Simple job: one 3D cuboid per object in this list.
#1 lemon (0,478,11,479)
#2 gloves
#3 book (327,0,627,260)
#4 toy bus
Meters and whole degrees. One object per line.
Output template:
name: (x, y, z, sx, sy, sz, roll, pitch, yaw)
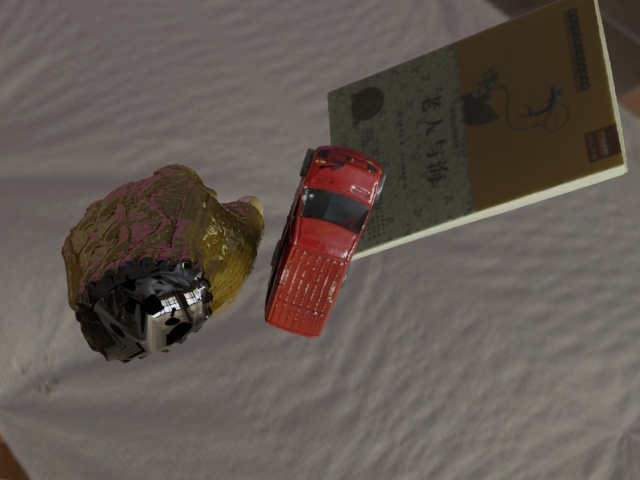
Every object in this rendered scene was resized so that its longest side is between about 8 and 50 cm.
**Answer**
lemon: (-0.285, 0.240, 1.118, 0.083, 0.062, 0.062, 4, -141, -39)
gloves: (-0.165, 0.008, 1.338, 0.203, 0.155, 0.356, -26, -171, 6)
book: (0.179, -0.139, 1.589, 0.389, 0.032, 0.269, -20, -124, 26)
toy bus: (0.000, 0.000, 1.270, 0.081, 0.195, 0.089, 18, -142, -3)
